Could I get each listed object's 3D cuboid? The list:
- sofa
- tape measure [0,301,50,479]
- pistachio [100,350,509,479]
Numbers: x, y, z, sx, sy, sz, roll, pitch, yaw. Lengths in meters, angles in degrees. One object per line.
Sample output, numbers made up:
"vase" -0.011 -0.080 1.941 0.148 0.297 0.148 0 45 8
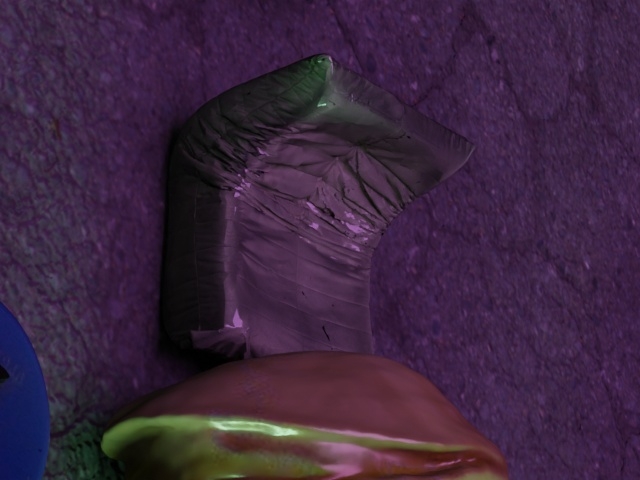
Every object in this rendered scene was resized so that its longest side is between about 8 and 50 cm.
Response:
"sofa" 0.000 0.000 1.596 0.210 0.176 0.225 29 54 -44
"tape measure" -0.233 0.164 1.297 0.351 0.098 0.215 51 42 -31
"pistachio" -0.009 0.189 1.462 0.321 0.238 0.229 6 64 -30
